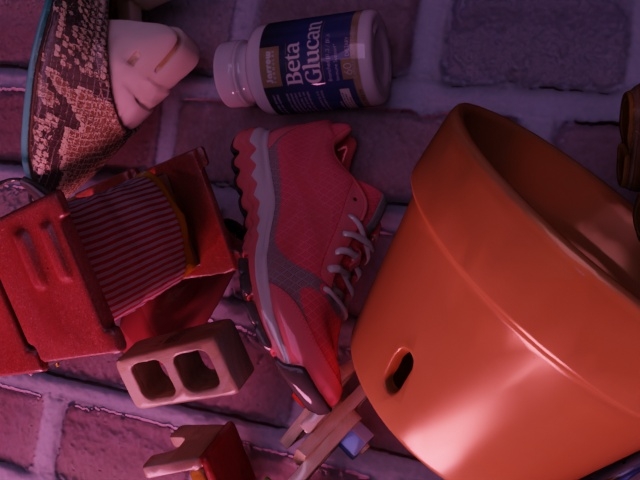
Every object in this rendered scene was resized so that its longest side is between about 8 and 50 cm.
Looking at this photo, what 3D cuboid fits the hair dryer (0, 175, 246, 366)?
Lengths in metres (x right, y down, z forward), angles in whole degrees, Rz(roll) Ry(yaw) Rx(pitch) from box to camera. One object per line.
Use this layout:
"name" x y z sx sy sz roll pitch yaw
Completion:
"hair dryer" -0.211 0.035 0.730 0.293 0.080 0.223 -9 114 7

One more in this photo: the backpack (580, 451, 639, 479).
"backpack" 0.312 0.242 0.506 0.263 0.213 0.276 -39 71 2

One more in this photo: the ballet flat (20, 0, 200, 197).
"ballet flat" -0.214 -0.282 0.778 0.182 0.164 0.483 3 83 4

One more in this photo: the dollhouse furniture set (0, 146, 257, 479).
"dollhouse furniture set" -0.141 0.128 0.599 0.152 0.201 0.374 -15 103 24

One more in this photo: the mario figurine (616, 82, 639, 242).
"mario figurine" 0.376 -0.081 0.460 0.320 0.170 0.198 -3 77 8

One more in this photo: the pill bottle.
"pill bottle" -0.019 -0.178 0.718 0.169 0.094 0.094 -2 84 19

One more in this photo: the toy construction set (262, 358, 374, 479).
"toy construction set" 0.048 0.276 0.614 0.328 0.151 0.215 51 130 28

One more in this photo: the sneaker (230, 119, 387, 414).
"sneaker" 0.000 -0.001 0.648 0.136 0.116 0.314 -16 56 7

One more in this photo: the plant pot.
"plant pot" 0.160 0.061 0.550 0.291 0.291 0.203 45 117 18
